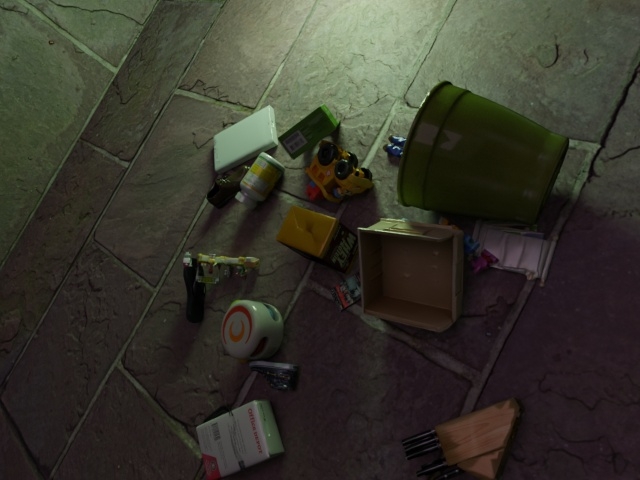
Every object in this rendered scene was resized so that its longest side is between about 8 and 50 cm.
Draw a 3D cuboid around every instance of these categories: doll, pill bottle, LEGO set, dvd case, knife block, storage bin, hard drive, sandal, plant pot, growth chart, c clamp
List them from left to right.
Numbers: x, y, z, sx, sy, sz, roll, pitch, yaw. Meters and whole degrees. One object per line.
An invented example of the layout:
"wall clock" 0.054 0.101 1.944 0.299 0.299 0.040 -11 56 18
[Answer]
"sandal" -0.474 0.190 1.817 0.054 0.097 0.254 -17 73 28
"c clamp" -0.349 0.645 1.587 0.161 0.022 0.137 -46 48 9
"LEGO set" -0.372 0.111 1.770 0.287 0.132 0.107 5 82 -1
"hard drive" -0.327 -0.431 2.016 0.307 0.040 0.203 -21 60 23
"pill bottle" -0.239 -0.227 1.825 0.117 0.117 0.208 35 90 37
"dvd case" 0.094 0.166 1.513 0.119 0.013 0.087 -36 56 16
"storage bin" 0.250 0.089 1.296 0.260 0.123 0.262 9 112 36
"doll" 0.302 -0.305 1.563 0.189 0.046 0.129 31 89 38
"LEGO set" 0.380 0.014 1.338 0.093 0.087 0.227 -51 44 9
"knife block" 0.346 0.482 1.173 0.242 0.088 0.276 18 81 36
"plant pot" 0.448 -0.206 1.271 0.353 0.366 0.366 24 84 25
"growth chart" 0.528 0.014 1.300 0.237 0.021 0.172 21 81 36

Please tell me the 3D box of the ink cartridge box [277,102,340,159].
"ink cartridge box" -0.035 -0.405 1.700 0.189 0.097 0.255 -33 15 17

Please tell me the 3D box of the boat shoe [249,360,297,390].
"boat shoe" -0.161 0.440 1.524 0.183 0.065 0.083 -4 67 30

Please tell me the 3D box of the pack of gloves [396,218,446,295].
"pack of gloves" 0.278 0.057 1.361 0.232 0.046 0.195 32 125 37

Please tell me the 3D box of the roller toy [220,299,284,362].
"roller toy" -0.224 0.304 1.572 0.191 0.146 0.209 -10 70 38

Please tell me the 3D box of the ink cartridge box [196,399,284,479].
"ink cartridge box" -0.252 0.623 1.467 0.237 0.100 0.172 -29 65 16

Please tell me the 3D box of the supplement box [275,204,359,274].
"supplement box" 0.000 0.000 1.529 0.191 0.194 0.129 20 81 36

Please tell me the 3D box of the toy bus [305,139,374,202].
"toy bus" 0.046 -0.208 1.633 0.211 0.149 0.220 -52 54 20

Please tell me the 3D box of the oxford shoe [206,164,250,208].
"oxford shoe" -0.378 -0.231 1.929 0.227 0.096 0.083 -44 52 7
